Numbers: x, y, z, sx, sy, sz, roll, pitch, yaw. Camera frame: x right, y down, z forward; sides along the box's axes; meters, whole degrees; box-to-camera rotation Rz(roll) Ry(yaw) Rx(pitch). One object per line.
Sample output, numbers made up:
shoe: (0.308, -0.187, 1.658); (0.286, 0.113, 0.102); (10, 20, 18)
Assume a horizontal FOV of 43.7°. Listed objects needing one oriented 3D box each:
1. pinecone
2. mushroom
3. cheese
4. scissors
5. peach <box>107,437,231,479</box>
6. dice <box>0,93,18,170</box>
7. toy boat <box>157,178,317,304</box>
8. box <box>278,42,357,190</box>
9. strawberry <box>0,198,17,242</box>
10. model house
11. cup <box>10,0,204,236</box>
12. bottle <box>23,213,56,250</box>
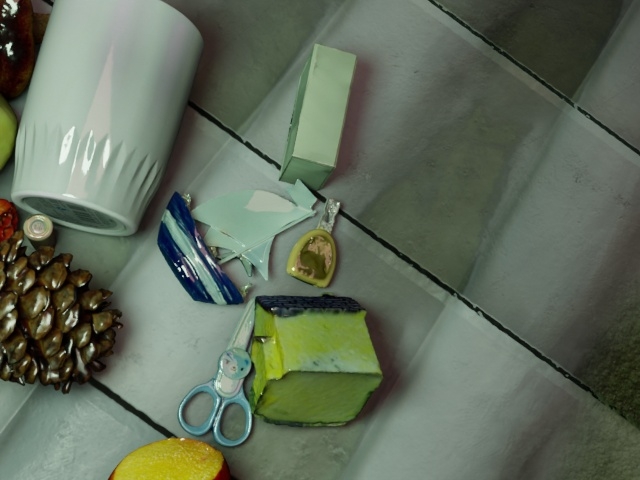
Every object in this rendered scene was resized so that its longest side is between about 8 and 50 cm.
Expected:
pinecone: (-0.435, 0.112, 1.210); (0.272, 0.224, 0.224); (25, 69, -29)
mushroom: (-0.494, -0.359, 1.385); (0.148, 0.227, 0.217); (30, 30, 25)
cheese: (0.000, 0.000, 1.440); (0.086, 0.036, 0.163); (23, 72, -8)
scissors: (-0.146, 0.213, 1.351); (0.125, 0.030, 0.256); (23, 71, -10)
peach: (-0.229, 0.389, 1.201); (0.190, 0.190, 0.192); (28, 89, -4)
dice: (-0.630, -0.189, 1.206); (0.238, 0.227, 0.233); (-46, 69, -1)
toy boat: (-0.136, 0.005, 1.392); (0.291, 0.070, 0.210); (-6, 79, -17)
box: (-0.005, -0.220, 1.449); (0.086, 0.129, 0.225); (15, 72, -10)
strawberry: (-0.583, 0.025, 1.257); (0.236, 0.190, 0.111); (-28, 123, -30)
model house: (-0.027, 0.181, 1.342); (0.193, 0.170, 0.211); (3, 48, -19)
cup: (-0.352, -0.212, 1.302); (0.253, 0.253, 0.372); (15, 74, -9)
bottle: (-0.456, -0.011, 1.303); (0.045, 0.096, 0.045); (3, 75, -12)
